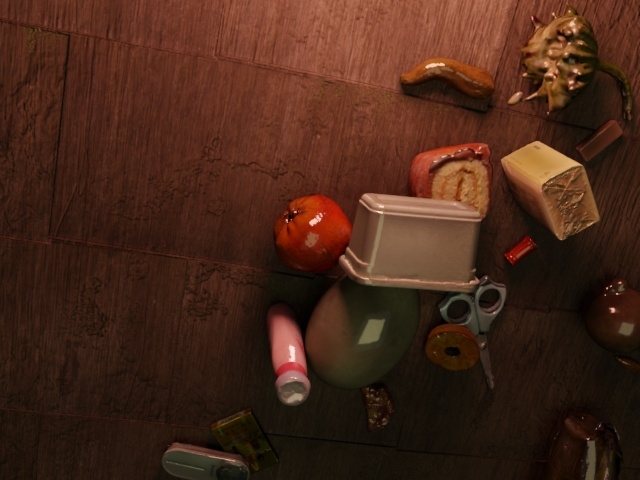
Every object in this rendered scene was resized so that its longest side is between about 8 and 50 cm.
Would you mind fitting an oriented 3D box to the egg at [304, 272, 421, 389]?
[{"bbox_3d":[0.105,0.213,1.723,0.258,0.258,0.352,33,101,-18],"label":"egg"}]

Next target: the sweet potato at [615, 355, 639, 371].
[{"bbox_3d":[0.892,0.358,1.996,0.095,0.034,0.034,23,107,-5],"label":"sweet potato"}]

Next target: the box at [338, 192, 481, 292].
[{"bbox_3d":[0.215,0.000,1.573,0.311,0.175,0.183,5,107,-15],"label":"box"}]

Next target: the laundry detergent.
[{"bbox_3d":[-0.080,0.280,1.681,0.087,0.335,0.159,-16,113,-1],"label":"laundry detergent"}]

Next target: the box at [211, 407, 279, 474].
[{"bbox_3d":[-0.211,0.573,1.944,0.121,0.030,0.193,-24,111,3],"label":"box"}]

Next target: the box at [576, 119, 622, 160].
[{"bbox_3d":[0.703,-0.252,1.740,0.115,0.025,0.048,-40,115,9],"label":"box"}]

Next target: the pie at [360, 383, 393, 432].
[{"bbox_3d":[0.160,0.464,1.945,0.092,0.034,0.170,-14,111,3],"label":"pie"}]

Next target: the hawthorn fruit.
[{"bbox_3d":[0.000,0.000,1.669,0.225,0.196,0.196,37,103,-31],"label":"hawthorn fruit"}]

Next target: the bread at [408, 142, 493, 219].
[{"bbox_3d":[0.318,-0.119,1.692,0.190,0.123,0.244,-6,111,-3],"label":"bread"}]

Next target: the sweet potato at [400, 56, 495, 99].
[{"bbox_3d":[0.306,-0.385,1.623,0.232,0.062,0.081,9,111,-7],"label":"sweet potato"}]

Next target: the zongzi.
[{"bbox_3d":[0.847,0.714,2.068,0.432,0.208,0.404,9,100,-29],"label":"zongzi"}]

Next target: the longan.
[{"bbox_3d":[0.806,0.203,1.859,0.184,0.159,0.205,-4,98,-5],"label":"longan"}]

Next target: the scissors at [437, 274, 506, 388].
[{"bbox_3d":[0.443,0.268,1.907,0.191,0.029,0.361,-18,112,-1],"label":"scissors"}]

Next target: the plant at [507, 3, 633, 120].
[{"bbox_3d":[0.614,-0.418,1.649,0.333,0.180,0.251,-5,108,-41],"label":"plant"}]

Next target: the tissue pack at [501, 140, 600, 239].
[{"bbox_3d":[0.548,-0.126,1.657,0.125,0.234,0.159,-26,113,2],"label":"tissue pack"}]

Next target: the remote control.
[{"bbox_3d":[-0.317,0.624,1.918,0.247,0.052,0.104,14,117,-3],"label":"remote control"}]

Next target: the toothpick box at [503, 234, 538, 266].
[{"bbox_3d":[0.525,0.029,1.816,0.083,0.047,0.047,-39,111,9],"label":"toothpick box"}]

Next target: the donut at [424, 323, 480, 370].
[{"bbox_3d":[0.357,0.286,1.871,0.151,0.058,0.152,5,125,8],"label":"donut"}]
